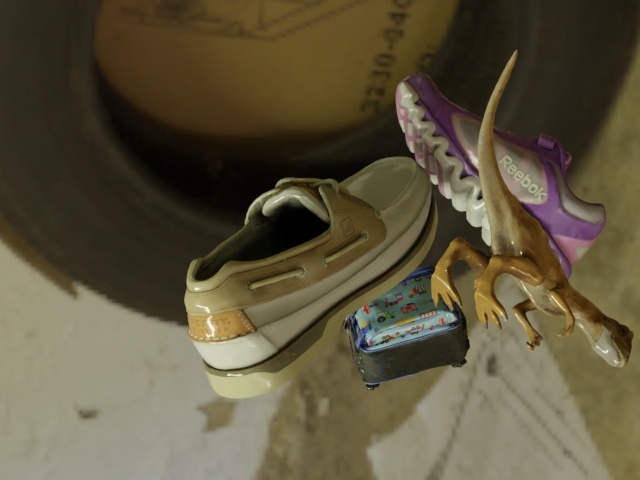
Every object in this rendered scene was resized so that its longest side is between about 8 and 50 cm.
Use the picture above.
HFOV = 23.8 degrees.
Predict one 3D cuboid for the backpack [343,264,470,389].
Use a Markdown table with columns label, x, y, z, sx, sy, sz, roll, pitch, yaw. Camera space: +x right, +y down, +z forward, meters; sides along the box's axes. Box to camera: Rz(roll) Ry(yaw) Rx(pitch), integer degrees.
| label | x | y | z | sx | sy | sz | roll | pitch | yaw |
| --- | --- | --- | --- | --- | --- | --- | --- | --- | --- |
| backpack | 0.106 | 0.093 | 2.028 | 0.173 | 0.158 | 0.117 | -105 | 1 | -48 |

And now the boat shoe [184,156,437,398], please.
| label | x | y | z | sx | sy | sz | roll | pitch | yaw |
| --- | --- | --- | --- | --- | --- | --- | --- | --- | --- |
| boat shoe | 0.000 | 0.000 | 1.227 | 0.113 | 0.302 | 0.103 | -3 | 119 | 35 |

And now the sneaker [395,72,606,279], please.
| label | x | y | z | sx | sy | sz | roll | pitch | yaw |
| --- | --- | --- | --- | --- | --- | --- | --- | --- | --- |
| sneaker | 0.162 | -0.063 | 1.337 | 0.236 | 0.104 | 0.095 | 50 | 175 | 14 |

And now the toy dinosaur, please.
| label | x | y | z | sx | sy | sz | roll | pitch | yaw |
| --- | --- | --- | --- | --- | --- | --- | --- | --- | --- |
| toy dinosaur | 0.124 | 0.000 | 0.985 | 0.211 | 0.112 | 0.064 | 60 | 151 | -8 |
